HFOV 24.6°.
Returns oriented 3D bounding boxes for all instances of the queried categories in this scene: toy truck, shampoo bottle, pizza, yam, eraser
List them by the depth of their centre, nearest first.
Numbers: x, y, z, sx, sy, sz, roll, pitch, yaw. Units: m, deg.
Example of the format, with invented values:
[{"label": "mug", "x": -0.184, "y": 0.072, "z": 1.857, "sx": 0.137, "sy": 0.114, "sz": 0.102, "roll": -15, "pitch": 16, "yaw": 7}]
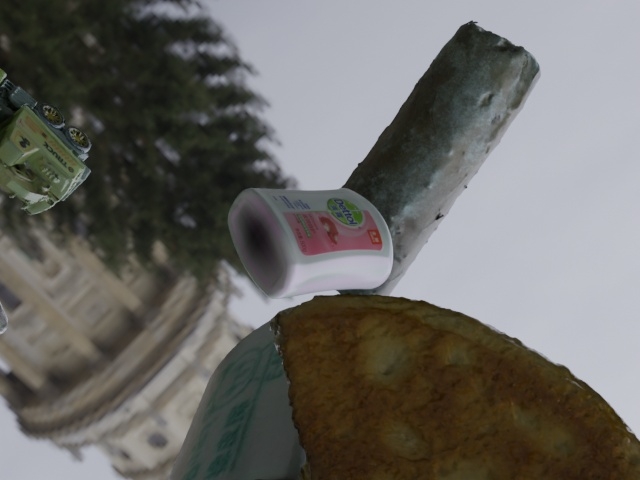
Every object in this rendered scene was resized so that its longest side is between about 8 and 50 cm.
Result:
[{"label": "shampoo bottle", "x": 0.000, "y": 0.000, "z": 0.899, "sx": 0.043, "sy": 0.099, "sz": 0.072, "roll": -54, "pitch": -127, "yaw": 37}, {"label": "pizza", "x": 0.111, "y": 0.136, "z": 1.122, "sx": 0.268, "sy": 0.087, "sz": 0.258, "roll": -11, "pitch": -122, "yaw": -3}, {"label": "yam", "x": 0.080, "y": -0.059, "z": 1.223, "sx": 0.259, "sy": 0.093, "sz": 0.093, "roll": -55, "pitch": -156, "yaw": 6}, {"label": "eraser", "x": -0.050, "y": 0.185, "z": 1.286, "sx": 0.189, "sy": 0.104, "sz": 0.290, "roll": -39, "pitch": -164, "yaw": 27}, {"label": "toy truck", "x": -0.326, "y": -0.104, "z": 1.485, "sx": 0.085, "sy": 0.191, "sz": 0.116, "roll": -39, "pitch": -162, "yaw": 24}]

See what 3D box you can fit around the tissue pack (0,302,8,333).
[{"label": "tissue pack", "x": -0.238, "y": 0.022, "z": 0.759, "sx": 0.099, "sy": 0.106, "sz": 0.149, "roll": -29, "pitch": -172, "yaw": -24}]
